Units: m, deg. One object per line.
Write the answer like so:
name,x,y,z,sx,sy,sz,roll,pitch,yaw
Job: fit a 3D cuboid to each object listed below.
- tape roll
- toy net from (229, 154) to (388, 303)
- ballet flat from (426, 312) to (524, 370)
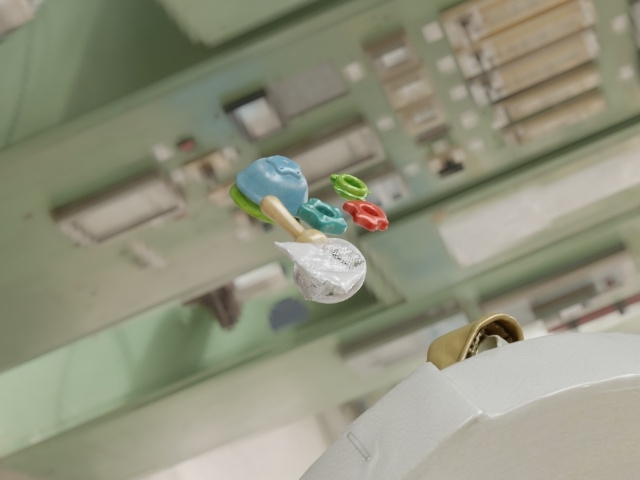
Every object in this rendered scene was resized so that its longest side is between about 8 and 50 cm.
tape roll,0.132,0.237,0.889,0.392,0.392,0.072,64,-9,-23
toy net,0.000,0.000,1.371,0.122,0.045,0.232,18,24,-19
ballet flat,0.100,0.122,1.085,0.080,0.073,0.232,41,27,-22
